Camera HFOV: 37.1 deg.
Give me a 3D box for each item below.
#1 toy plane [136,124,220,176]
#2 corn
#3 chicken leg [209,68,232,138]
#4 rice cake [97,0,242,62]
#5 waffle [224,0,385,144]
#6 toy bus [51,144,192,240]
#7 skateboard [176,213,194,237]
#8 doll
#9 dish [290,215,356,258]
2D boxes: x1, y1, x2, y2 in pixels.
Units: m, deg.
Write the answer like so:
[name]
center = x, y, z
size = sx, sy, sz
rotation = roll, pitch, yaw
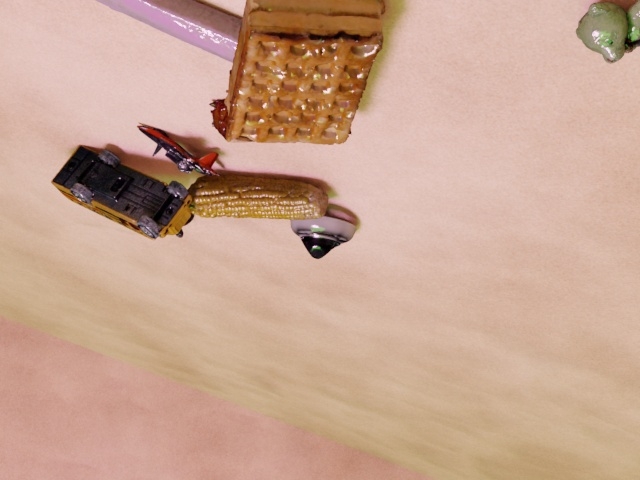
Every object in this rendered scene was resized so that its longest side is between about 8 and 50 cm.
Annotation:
[toy plane]
center = -0.290, -0.176, 1.913
size = 0.189, 0.061, 0.130
rotation = 23, -177, 3
[corn]
center = -0.135, -0.086, 1.941
size = 0.320, 0.097, 0.097
rotation = 4, 149, 25
[chicken leg]
center = -0.153, -0.238, 1.725
size = 0.093, 0.053, 0.205
rotation = 40, 146, -6
[rice cake]
center = -0.222, -0.358, 1.536
size = 0.365, 0.056, 0.072
rotation = 24, 155, -6
[waffle]
center = -0.030, -0.262, 1.477
size = 0.213, 0.091, 0.308
rotation = 0, 155, -12
[toy bus]
center = -0.411, -0.092, 2.013
size = 0.335, 0.121, 0.123
rotation = 24, 158, 29
[skateboard]
center = -0.359, -0.076, 2.158
size = 0.151, 0.067, 0.080
rotation = 25, 144, 0
[doll]
center = 0.413, -0.270, 1.249
size = 0.150, 0.077, 0.115
rotation = 5, 162, 5
[dish]
center = 0.000, 0.000, 1.977
size = 0.141, 0.078, 0.141
rotation = 9, 169, 2
